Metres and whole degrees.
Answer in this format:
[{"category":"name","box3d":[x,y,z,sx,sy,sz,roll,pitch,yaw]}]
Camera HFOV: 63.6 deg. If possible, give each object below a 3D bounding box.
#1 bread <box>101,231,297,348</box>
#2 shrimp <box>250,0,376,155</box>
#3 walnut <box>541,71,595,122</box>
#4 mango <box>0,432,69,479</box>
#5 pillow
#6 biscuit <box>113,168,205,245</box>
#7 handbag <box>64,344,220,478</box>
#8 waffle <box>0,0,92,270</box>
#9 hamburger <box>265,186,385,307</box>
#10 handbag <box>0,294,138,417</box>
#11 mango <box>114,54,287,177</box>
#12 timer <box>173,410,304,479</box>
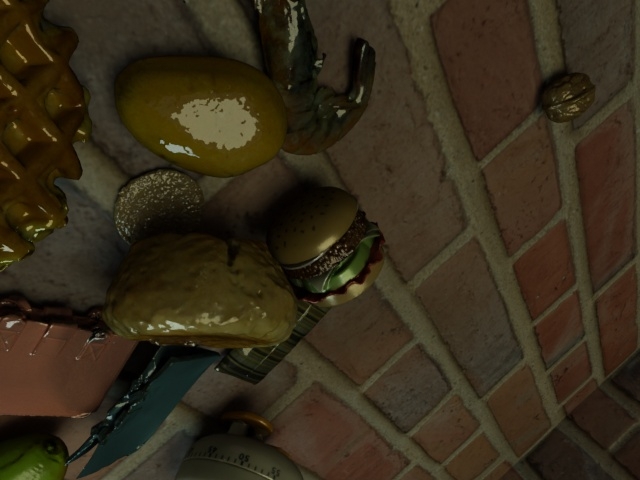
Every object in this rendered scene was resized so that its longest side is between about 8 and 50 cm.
[{"category":"bread","box3d":[-0.145,0.066,0.658,0.244,0.244,0.134,11,72,-40]},{"category":"shrimp","box3d":[0.000,-0.239,0.638,0.169,0.058,0.296,-27,138,-24]},{"category":"walnut","box3d":[0.440,-0.254,0.917,0.096,0.082,0.079,-29,105,-13]},{"category":"mango","box3d":[-0.452,0.347,0.699,0.232,0.111,0.125,-36,127,-9]},{"category":"pillow","box3d":[-0.077,0.164,0.879,0.203,0.038,0.113,-48,135,4]},{"category":"biscuit","box3d":[-0.205,-0.037,0.661,0.120,0.015,0.120,-18,130,-23]},{"category":"handbag","box3d":[-0.253,0.234,0.747,0.221,0.057,0.144,-48,169,4]},{"category":"waffle","box3d":[-0.309,-0.101,0.391,0.325,0.068,0.302,-8,100,-60]},{"category":"hamburger","box3d":[0.001,0.001,0.734,0.175,0.175,0.137,-39,122,-5]},{"category":"handbag","box3d":[-0.362,0.149,0.656,0.212,0.059,0.157,22,108,-44]},{"category":"mango","box3d":[-0.131,-0.145,0.583,0.195,0.098,0.137,18,109,-28]},{"category":"timer","box3d":[-0.144,0.453,0.892,0.234,0.233,0.240,72,28,-42]}]
